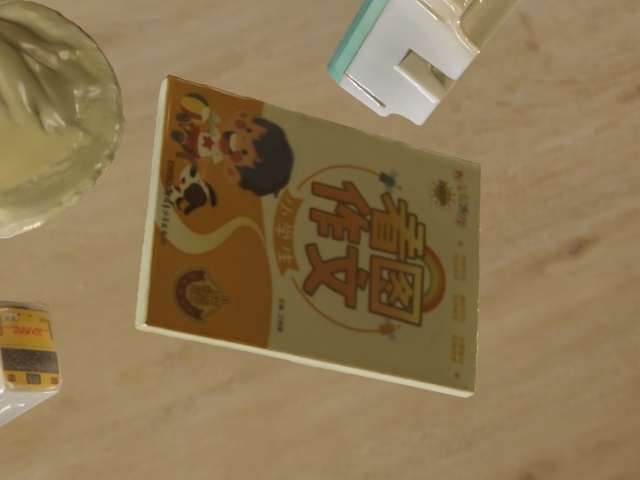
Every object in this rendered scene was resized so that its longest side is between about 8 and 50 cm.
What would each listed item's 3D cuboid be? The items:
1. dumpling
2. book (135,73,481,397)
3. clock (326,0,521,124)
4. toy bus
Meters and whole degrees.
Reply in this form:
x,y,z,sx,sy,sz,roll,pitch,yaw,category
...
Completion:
x,y,z,sx,sy,sz,roll,pitch,yaw,category
-0.288,-0.114,1.445,0.227,0.175,0.243,-30,86,-24,dumpling
0.000,0.000,1.283,0.296,0.020,0.207,13,67,-26,book
0.138,-0.237,1.459,0.116,0.262,0.231,43,69,1,clock
-0.414,0.168,1.756,0.097,0.343,0.138,4,61,-48,toy bus
